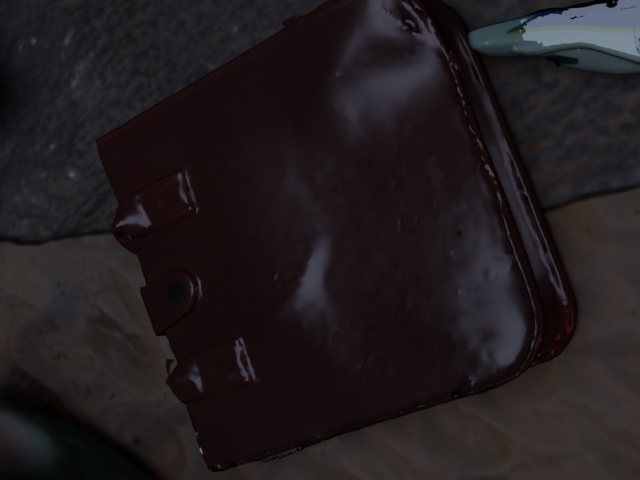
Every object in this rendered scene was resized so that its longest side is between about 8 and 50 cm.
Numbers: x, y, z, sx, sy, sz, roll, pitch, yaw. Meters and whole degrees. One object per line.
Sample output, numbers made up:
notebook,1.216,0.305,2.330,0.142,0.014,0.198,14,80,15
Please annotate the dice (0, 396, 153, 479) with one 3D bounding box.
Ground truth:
dice,-0.279,0.310,0.658,0.348,0.328,0.331,34,106,23

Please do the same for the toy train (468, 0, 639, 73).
toy train,0.196,-0.118,0.547,0.233,0.052,0.051,-8,93,28

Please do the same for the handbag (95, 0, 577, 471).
handbag,0.000,0.000,0.644,0.275,0.084,0.260,-22,84,27
